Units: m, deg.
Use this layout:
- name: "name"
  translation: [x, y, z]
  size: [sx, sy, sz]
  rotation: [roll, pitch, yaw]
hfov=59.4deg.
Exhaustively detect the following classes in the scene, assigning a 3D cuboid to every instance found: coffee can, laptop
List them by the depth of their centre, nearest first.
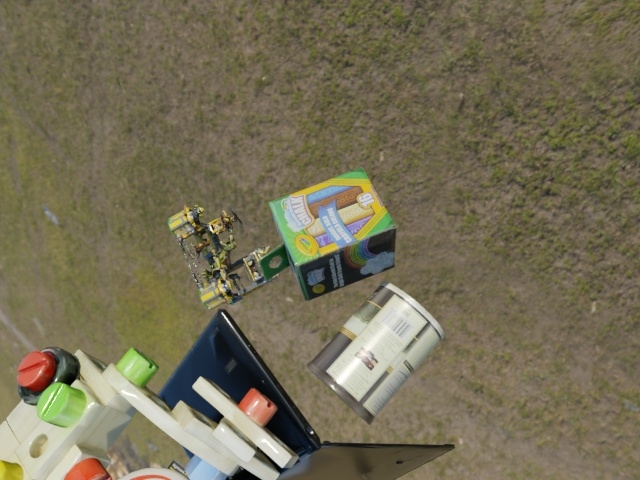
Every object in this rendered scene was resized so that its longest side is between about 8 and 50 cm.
- name: "laptop"
  translation: [-0.055, 0.335, 1.034]
  size: [0.408, 0.236, 0.382]
  rotation: [51, 133, 13]
- name: "coffee can"
  translation: [0.132, 0.265, 1.339]
  size: [0.201, 0.275, 0.201]
  rotation: [42, 169, 10]

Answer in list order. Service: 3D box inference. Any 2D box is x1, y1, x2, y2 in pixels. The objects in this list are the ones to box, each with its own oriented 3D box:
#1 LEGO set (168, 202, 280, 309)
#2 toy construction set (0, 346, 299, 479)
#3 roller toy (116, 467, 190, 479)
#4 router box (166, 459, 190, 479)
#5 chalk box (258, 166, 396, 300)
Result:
- name: "LEGO set"
  translation: [-0.251, 0.025, 1.557]
  size: [0.331, 0.192, 0.255]
  rotation: [64, -172, 20]
- name: "toy construction set"
  translation: [-0.183, 0.207, 0.417]
  size: [0.215, 0.328, 0.151]
  rotation: [29, 151, 37]
- name: "roller toy"
  translation: [-0.304, 0.525, 1.006]
  size: [0.191, 0.209, 0.146]
  rotation: [-110, 19, -59]
- name: "router box"
  translation: [-0.334, 0.649, 1.376]
  size: [0.179, 0.133, 0.046]
  rotation: [34, 143, 6]
- name: "chalk box"
  translation: [0.000, 0.000, 1.239]
  size: [0.180, 0.289, 0.179]
  rotation: [80, 168, -58]
